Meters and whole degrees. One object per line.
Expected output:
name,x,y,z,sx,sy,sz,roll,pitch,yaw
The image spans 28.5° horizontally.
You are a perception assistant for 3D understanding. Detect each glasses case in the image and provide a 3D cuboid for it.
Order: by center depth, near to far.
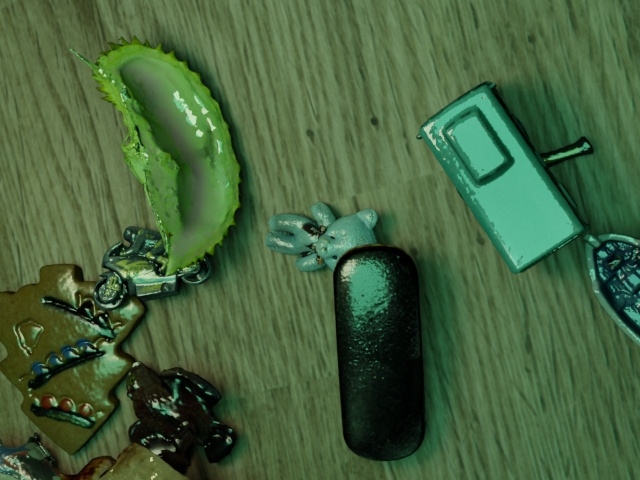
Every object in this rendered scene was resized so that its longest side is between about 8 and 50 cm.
glasses case,0.085,0.162,1.810,0.122,0.082,0.320,-2,104,6

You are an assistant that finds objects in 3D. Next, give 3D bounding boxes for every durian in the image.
durian,-0.222,-0.137,1.850,0.158,0.169,0.355,-24,88,16

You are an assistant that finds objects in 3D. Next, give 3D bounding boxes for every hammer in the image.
hammer,0.289,-0.100,1.794,0.201,0.021,0.078,-17,88,16

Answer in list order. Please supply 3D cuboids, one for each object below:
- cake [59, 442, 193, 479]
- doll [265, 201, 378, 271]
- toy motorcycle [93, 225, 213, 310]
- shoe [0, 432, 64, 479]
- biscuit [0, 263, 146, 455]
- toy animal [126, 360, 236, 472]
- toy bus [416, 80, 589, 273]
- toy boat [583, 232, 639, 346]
cake,-0.261,0.415,1.832,0.293,0.198,0.196,37,68,6
doll,-0.001,0.001,1.846,0.180,0.075,0.120,10,101,15
toy motorcycle,-0.260,0.030,1.919,0.194,0.061,0.124,-16,71,5
shoe,-0.449,0.370,1.982,0.228,0.125,0.099,14,134,-9
biscuit,-0.394,0.186,1.973,0.278,0.043,0.301,-7,91,15
toy animal,-0.221,0.262,1.922,0.179,0.116,0.218,55,133,34
toy bus,0.247,-0.089,1.720,0.128,0.147,0.256,-34,85,12
toy boat,0.471,0.097,1.695,0.309,0.142,0.129,44,104,8
